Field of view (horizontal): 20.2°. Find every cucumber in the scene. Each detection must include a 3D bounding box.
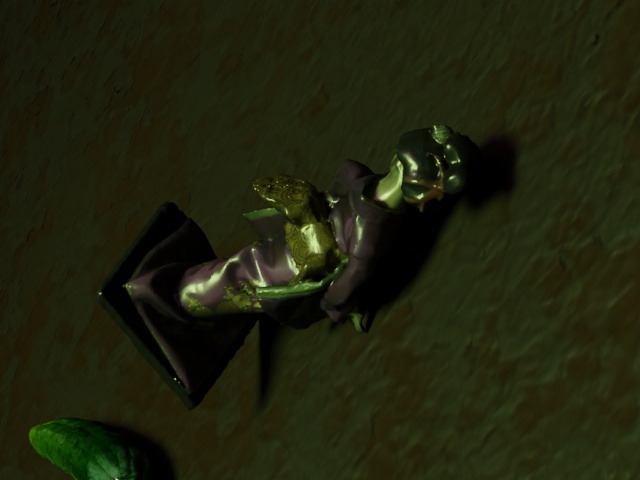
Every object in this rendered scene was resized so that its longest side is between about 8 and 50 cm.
[{"bbox_3d":[-0.123,0.120,0.993,0.168,0.039,0.039,10,79,64],"label":"cucumber"}]

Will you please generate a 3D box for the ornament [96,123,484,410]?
[{"bbox_3d":[0.001,-0.004,0.845,0.203,0.088,0.081,-29,20,32],"label":"ornament"}]
